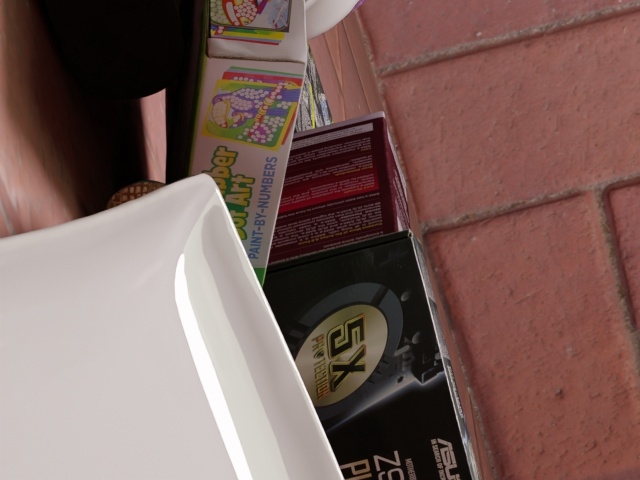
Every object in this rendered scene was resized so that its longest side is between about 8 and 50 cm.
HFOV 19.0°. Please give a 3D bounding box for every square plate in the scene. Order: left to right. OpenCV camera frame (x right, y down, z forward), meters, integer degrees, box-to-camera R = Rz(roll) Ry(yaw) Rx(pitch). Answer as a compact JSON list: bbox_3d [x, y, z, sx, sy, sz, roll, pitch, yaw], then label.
[{"bbox_3d":[-0.046,0.153,0.767,0.344,0.049,0.347,68,16,-1],"label":"square plate"}]

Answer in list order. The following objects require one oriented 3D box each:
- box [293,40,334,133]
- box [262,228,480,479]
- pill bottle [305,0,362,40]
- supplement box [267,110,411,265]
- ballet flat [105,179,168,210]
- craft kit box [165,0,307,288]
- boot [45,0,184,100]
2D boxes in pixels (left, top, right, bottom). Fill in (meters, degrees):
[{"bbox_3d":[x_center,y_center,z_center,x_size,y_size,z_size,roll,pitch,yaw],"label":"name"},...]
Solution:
[{"bbox_3d":[-0.030,-0.092,1.653,0.270,0.060,0.216,-94,168,-56],"label":"box"},{"bbox_3d":[0.012,0.100,1.203,0.077,0.147,0.180,38,39,-80],"label":"box"},{"bbox_3d":[-0.033,-0.234,1.433,0.301,0.169,0.169,-60,135,-77],"label":"pill bottle"},{"bbox_3d":[0.000,0.000,1.395,0.239,0.130,0.073,-91,165,-61],"label":"supplement box"},{"bbox_3d":[-0.065,0.065,1.003,0.067,0.073,0.206,-72,146,-51],"label":"ballet flat"},{"bbox_3d":[-0.053,-0.108,1.069,0.250,0.061,0.246,103,-11,-53],"label":"craft kit box"},{"bbox_3d":[-0.125,-0.215,1.028,0.178,0.085,0.236,-98,177,-59],"label":"boot"}]
